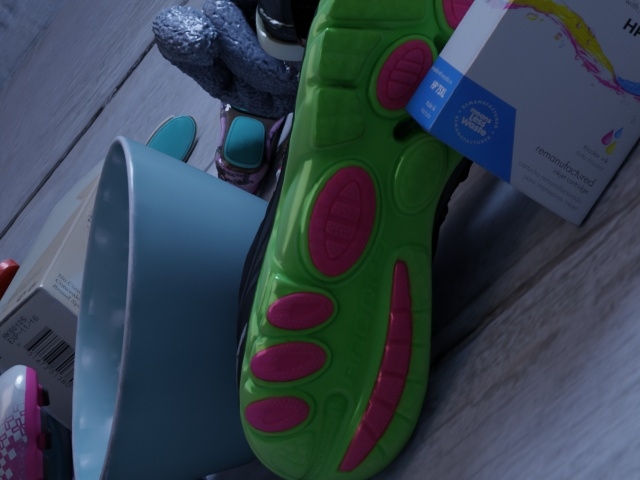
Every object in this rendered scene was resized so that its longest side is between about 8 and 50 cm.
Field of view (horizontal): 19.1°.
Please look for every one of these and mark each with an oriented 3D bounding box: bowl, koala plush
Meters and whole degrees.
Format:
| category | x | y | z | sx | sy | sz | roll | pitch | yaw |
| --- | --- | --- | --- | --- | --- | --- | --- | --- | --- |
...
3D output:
| category | x | y | z | sx | sy | sz | roll | pitch | yaw |
| --- | --- | --- | --- | --- | --- | --- | --- | --- | --- |
| bowl | -0.109 | 0.072 | 1.610 | 0.311 | 0.163 | 0.312 | -175 | 90 | -76 |
| koala plush | -0.014 | -0.219 | 1.969 | 0.221 | 0.203 | 0.196 | 4 | 56 | 47 |

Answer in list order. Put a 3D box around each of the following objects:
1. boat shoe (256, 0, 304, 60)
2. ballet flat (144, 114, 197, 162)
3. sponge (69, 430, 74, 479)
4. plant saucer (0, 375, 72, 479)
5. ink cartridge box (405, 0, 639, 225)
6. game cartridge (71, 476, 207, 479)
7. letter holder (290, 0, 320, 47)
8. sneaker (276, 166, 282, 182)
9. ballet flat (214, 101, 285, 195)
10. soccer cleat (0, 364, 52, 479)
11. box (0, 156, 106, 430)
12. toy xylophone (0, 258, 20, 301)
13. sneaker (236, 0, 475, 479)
| category | x | y | z | sx | sy | sz | roll | pitch | yaw |
| --- | --- | --- | --- | --- | --- | --- | --- | --- | --- |
| boat shoe | -0.026 | -0.325 | 1.881 | 0.113 | 0.127 | 0.340 | 84 | -173 | -45 |
| ballet flat | -0.214 | -0.090 | 2.451 | 0.168 | 0.057 | 0.052 | -60 | 7 | -3 |
| sponge | -0.266 | 0.209 | 2.133 | 0.210 | 0.031 | 0.117 | -48 | 20 | 31 |
| plant saucer | -0.378 | 0.246 | 1.955 | 0.043 | 0.317 | 0.318 | 3 | 62 | 47 |
| ink cartridge box | 0.180 | -0.145 | 1.309 | 0.231 | 0.134 | 0.078 | -57 | 16 | 8 |
| game cartridge | -0.190 | 0.258 | 1.812 | 0.196 | 0.060 | 0.294 | -61 | 17 | 8 |
| letter holder | 0.038 | -0.249 | 1.673 | 0.302 | 0.214 | 0.152 | -84 | -12 | -54 |
| sneaker | 0.000 | 0.000 | 1.702 | 0.221 | 0.087 | 0.128 | 175 | 112 | -77 |
| ballet flat | -0.081 | -0.119 | 2.118 | 0.221 | 0.077 | 0.079 | -80 | 7 | -48 |
| soccer cleat | -0.337 | 0.276 | 1.844 | 0.116 | 0.143 | 0.331 | -107 | 22 | -68 |
| box | -0.244 | 0.046 | 2.061 | 0.121 | 0.148 | 0.311 | -41 | 17 | 28 |
| toy xylophone | -0.367 | 0.163 | 2.162 | 0.236 | 0.081 | 0.323 | -52 | -23 | -8 |
| sneaker | 0.032 | -0.057 | 1.443 | 0.483 | 0.185 | 0.202 | -69 | 15 | -7 |
